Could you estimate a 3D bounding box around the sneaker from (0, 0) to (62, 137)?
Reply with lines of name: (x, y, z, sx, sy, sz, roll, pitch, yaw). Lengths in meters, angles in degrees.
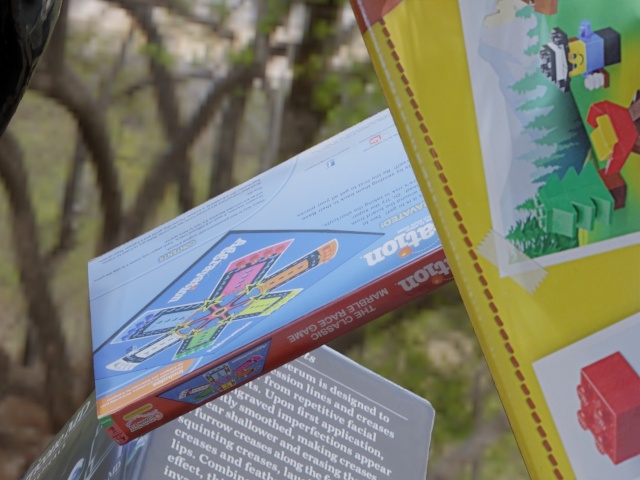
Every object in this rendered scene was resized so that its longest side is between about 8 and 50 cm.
sneaker: (-0.104, -0.118, 0.621, 0.101, 0.267, 0.106, 6, 41, -20)

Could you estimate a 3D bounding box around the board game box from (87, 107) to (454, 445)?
board game box: (0.000, 0.000, 1.063, 0.281, 0.027, 0.145, -27, 34, 10)

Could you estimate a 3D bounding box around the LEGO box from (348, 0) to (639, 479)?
LEGO box: (0.227, 0.099, 0.686, 0.193, 0.500, 0.372, -27, -25, 18)

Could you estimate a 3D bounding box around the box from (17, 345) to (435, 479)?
box: (-0.103, 0.278, 1.287, 0.212, 0.395, 0.293, 30, -51, -15)
